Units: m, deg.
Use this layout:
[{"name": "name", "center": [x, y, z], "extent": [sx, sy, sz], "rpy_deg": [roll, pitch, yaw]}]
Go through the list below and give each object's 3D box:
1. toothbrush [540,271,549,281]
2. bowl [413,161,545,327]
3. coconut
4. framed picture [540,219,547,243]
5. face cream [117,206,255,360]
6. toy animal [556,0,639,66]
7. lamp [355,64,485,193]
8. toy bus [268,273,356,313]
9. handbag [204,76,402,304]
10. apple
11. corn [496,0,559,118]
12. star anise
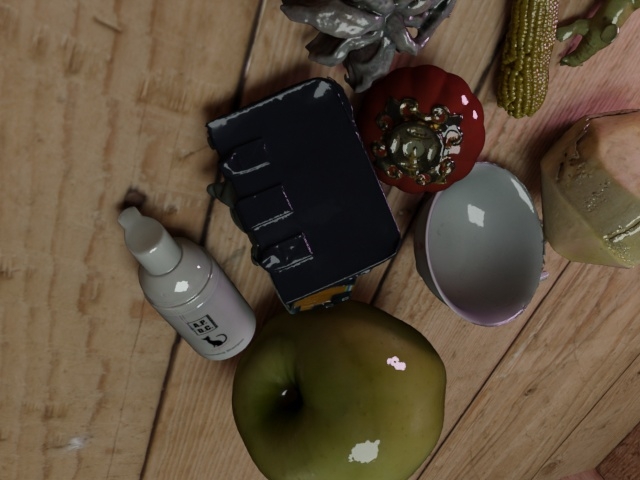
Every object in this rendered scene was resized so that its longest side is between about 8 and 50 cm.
[{"name": "toothbrush", "center": [0.494, 0.132, 1.982], "extent": [0.276, 0.019, 0.025], "rpy_deg": [-16, 147, -17]}, {"name": "bowl", "center": [0.306, 0.012, 1.584], "extent": [0.346, 0.345, 0.157], "rpy_deg": [3, 174, -34]}, {"name": "coconut", "center": [0.626, -0.102, 1.585], "extent": [0.353, 0.352, 0.352], "rpy_deg": [-17, 140, -16]}, {"name": "framed picture", "center": [0.438, 0.020, 1.826], "extent": [0.290, 0.020, 0.211], "rpy_deg": [10, 127, -38]}, {"name": "face cream", "center": [-0.251, 0.080, 1.357], "extent": [0.145, 0.145, 0.369], "rpy_deg": [-30, 142, 0]}, {"name": "toy animal", "center": [0.530, -0.410, 1.378], "extent": [0.218, 0.103, 0.101], "rpy_deg": [-54, 160, 21]}, {"name": "lamp", "center": [0.173, -0.193, 1.287], "extent": [0.227, 0.226, 0.226], "rpy_deg": [-17, 140, -16]}, {"name": "toy bus", "center": [0.000, 0.000, 1.438], "extent": [0.167, 0.138, 0.275], "rpy_deg": [-8, 134, -28]}, {"name": "handbag", "center": [-0.042, -0.076, 1.225], "extent": [0.269, 0.325, 0.118], "rpy_deg": [-23, -176, -4]}, {"name": "apple", "center": [0.051, 0.345, 1.611], "extent": [0.474, 0.473, 0.473], "rpy_deg": [-17, 140, -16]}, {"name": "corn", "center": [0.375, -0.350, 1.334], "extent": [0.097, 0.097, 0.319], "rpy_deg": [-20, 138, -13]}, {"name": "star anise", "center": [0.101, -0.368, 1.102], "extent": [0.316, 0.139, 0.359], "rpy_deg": [-16, 140, -27]}]
